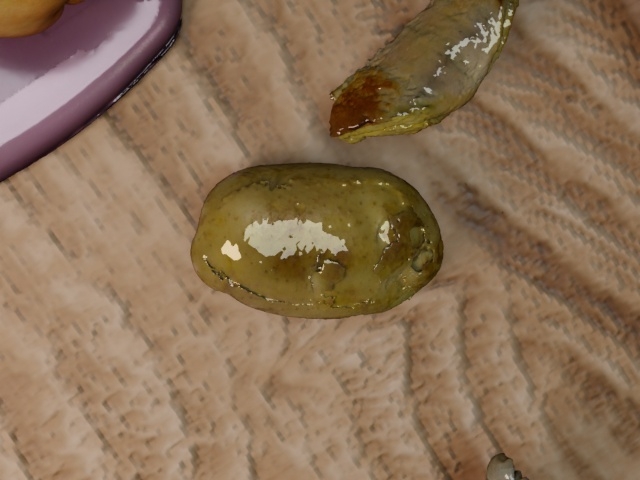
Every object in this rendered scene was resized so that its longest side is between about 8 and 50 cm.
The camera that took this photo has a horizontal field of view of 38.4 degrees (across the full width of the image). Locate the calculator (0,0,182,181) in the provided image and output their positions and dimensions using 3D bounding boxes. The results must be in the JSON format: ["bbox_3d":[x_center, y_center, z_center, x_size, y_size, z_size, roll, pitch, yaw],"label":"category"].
[{"bbox_3d":[-0.231,-0.141,0.599,0.294,0.043,0.194,-36,97,-2],"label":"calculator"}]

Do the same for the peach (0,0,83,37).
[{"bbox_3d":[-0.183,-0.202,0.502,0.184,0.184,0.184,-1,97,-5],"label":"peach"}]

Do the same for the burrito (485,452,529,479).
[{"bbox_3d":[0.057,0.319,0.652,0.348,0.107,0.175,-45,114,3],"label":"burrito"}]

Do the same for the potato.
[{"bbox_3d":[0.000,0.000,0.620,0.170,0.080,0.107,8,83,-5],"label":"potato"}]

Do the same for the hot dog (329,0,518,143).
[{"bbox_3d":[0.078,-0.116,0.619,0.169,0.078,0.061,-44,138,1],"label":"hot dog"}]
